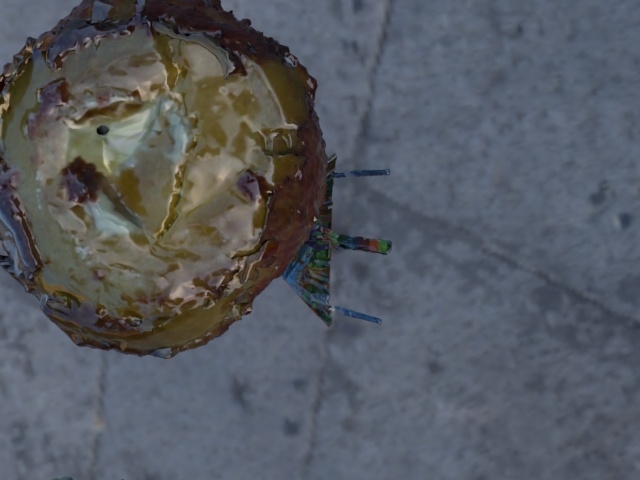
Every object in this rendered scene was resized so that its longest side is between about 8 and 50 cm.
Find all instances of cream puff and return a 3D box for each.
[{"bbox_3d":[-0.156,-0.070,1.530,0.350,0.228,0.350,1,96,6],"label":"cream puff"}]

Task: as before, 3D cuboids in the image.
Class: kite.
[{"bbox_3d":[0.000,0.000,1.713,0.160,0.010,0.183,5,96,22],"label":"kite"}]

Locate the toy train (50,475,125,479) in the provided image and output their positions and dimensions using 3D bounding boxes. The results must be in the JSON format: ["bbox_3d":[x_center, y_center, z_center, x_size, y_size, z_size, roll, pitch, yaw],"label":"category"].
[{"bbox_3d":[-0.217,0.288,1.233,0.307,0.249,0.173,-1,103,63],"label":"toy train"}]
